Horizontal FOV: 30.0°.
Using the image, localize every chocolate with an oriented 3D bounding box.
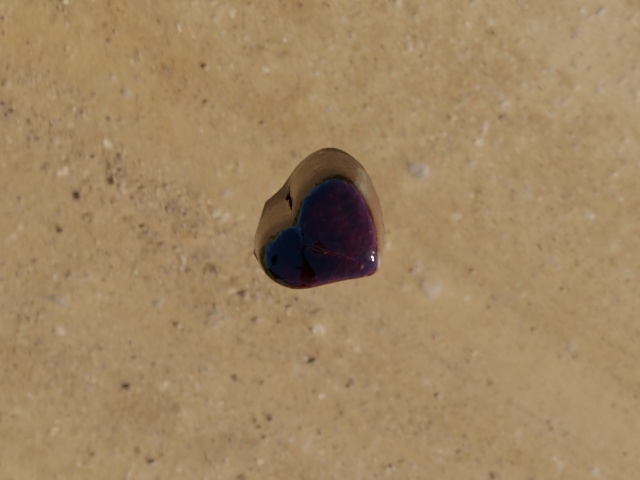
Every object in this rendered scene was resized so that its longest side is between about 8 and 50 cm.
[{"bbox_3d":[0.000,0.000,1.134,0.125,0.080,0.149,41,108,-6],"label":"chocolate"}]
